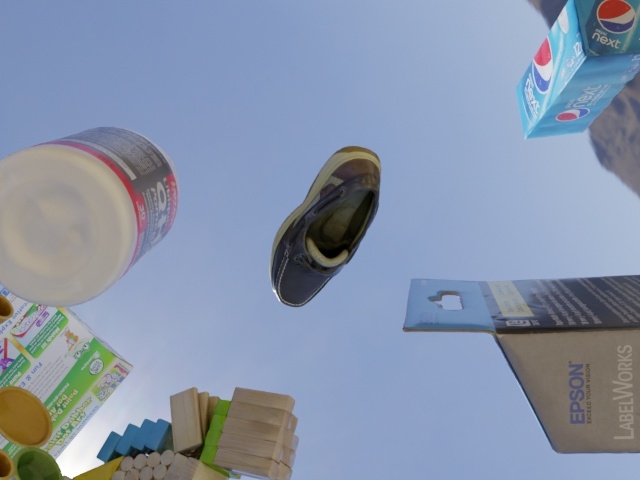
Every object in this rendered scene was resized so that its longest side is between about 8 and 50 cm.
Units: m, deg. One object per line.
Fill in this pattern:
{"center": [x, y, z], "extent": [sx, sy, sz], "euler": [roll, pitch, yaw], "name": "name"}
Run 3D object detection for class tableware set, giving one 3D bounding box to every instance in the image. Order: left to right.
{"center": [-0.214, 0.095, 0.515], "extent": [0.104, 0.024, 0.154], "euler": [31, -154, -47], "name": "tableware set"}

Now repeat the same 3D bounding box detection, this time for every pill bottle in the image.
{"center": [-0.273, -0.047, 0.978], "extent": [0.176, 0.176, 0.318], "euler": [57, -170, -10], "name": "pill bottle"}

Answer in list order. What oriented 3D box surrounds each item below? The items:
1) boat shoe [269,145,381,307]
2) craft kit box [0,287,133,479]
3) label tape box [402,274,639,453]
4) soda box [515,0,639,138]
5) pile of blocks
{"center": [0.001, 0.000, 0.877], "extent": [0.080, 0.224, 0.073], "euler": [19, -144, -17], "name": "boat shoe"}
{"center": [-0.431, 0.202, 1.139], "extent": [0.246, 0.250, 0.061], "euler": [34, 169, 33], "name": "craft kit box"}
{"center": [0.245, 0.097, 0.705], "extent": [0.240, 0.333, 0.106], "euler": [-38, -55, -80], "name": "label tape box"}
{"center": [0.264, -0.174, 0.816], "extent": [0.210, 0.071, 0.067], "euler": [93, 170, -76], "name": "soda box"}
{"center": [-0.184, 0.299, 1.081], "extent": [0.113, 0.362, 0.149], "euler": [55, -160, -52], "name": "pile of blocks"}
